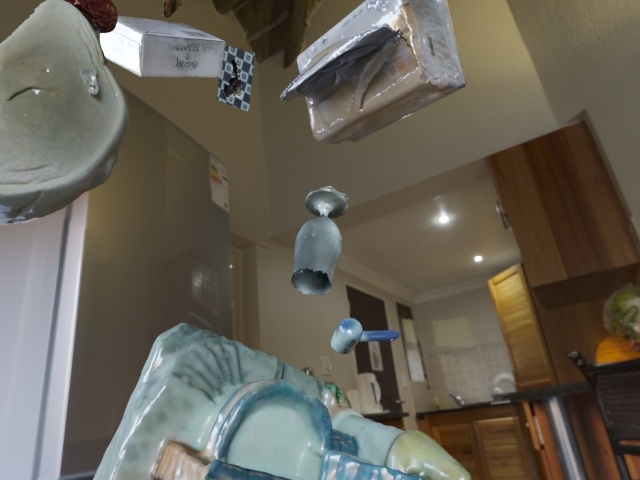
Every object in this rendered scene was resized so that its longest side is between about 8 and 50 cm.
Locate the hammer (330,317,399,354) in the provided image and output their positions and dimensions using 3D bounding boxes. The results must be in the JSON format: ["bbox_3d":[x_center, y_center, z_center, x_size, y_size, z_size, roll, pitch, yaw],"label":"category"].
[{"bbox_3d":[0.131,0.263,1.200,0.193,0.070,0.116,3,-41,-16],"label":"hammer"}]

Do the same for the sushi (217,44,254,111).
[{"bbox_3d":[-0.286,-0.565,1.503,0.139,0.031,0.201,24,-56,15],"label":"sushi"}]

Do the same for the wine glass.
[{"bbox_3d":[0.000,0.000,0.903,0.103,0.222,0.103,6,-37,5],"label":"wine glass"}]

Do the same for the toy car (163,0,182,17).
[{"bbox_3d":[-0.419,-0.672,1.228,0.035,0.122,0.059,12,-43,-13],"label":"toy car"}]

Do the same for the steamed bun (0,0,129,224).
[{"bbox_3d":[-0.482,-0.196,0.768,0.236,0.384,0.247,35,-29,-32],"label":"steamed bun"}]

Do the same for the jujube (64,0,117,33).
[{"bbox_3d":[-0.460,-0.463,0.850,0.077,0.078,0.129,-17,-23,25],"label":"jujube"}]

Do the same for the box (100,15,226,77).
[{"bbox_3d":[-0.417,-0.517,1.168,0.260,0.194,0.111,-25,-41,-46],"label":"box"}]

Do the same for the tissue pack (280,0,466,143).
[{"bbox_3d":[0.082,-0.341,0.855,0.238,0.239,0.305,12,-17,-38],"label":"tissue pack"}]

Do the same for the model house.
[{"bbox_3d":[-0.005,0.199,0.350,0.267,0.194,0.324,31,-25,-26],"label":"model house"}]
